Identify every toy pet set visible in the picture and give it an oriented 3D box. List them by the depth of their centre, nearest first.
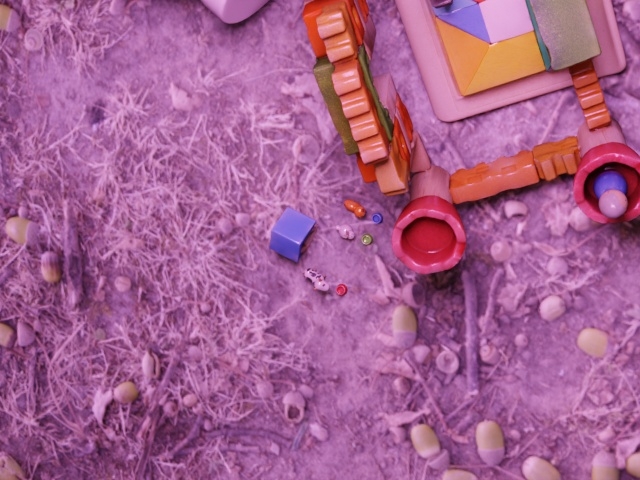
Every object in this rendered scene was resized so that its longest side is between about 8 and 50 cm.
[{"bbox_3d":[0.000,0.000,1.342,0.114,0.065,0.122,27,103,12],"label":"toy pet set"}]

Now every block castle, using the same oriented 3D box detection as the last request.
[{"bbox_3d":[0.151,-0.200,1.118,0.303,0.213,0.453,-16,116,16],"label":"block castle"}]

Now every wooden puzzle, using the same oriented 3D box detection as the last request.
[{"bbox_3d":[0.214,-0.261,1.217,0.239,0.044,0.221,-14,116,20],"label":"wooden puzzle"}]

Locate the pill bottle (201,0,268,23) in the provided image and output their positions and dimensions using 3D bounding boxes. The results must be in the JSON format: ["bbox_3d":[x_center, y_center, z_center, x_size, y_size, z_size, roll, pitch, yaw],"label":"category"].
[{"bbox_3d":[-0.188,-0.428,1.283,0.334,0.188,0.188,44,106,8],"label":"pill bottle"}]
